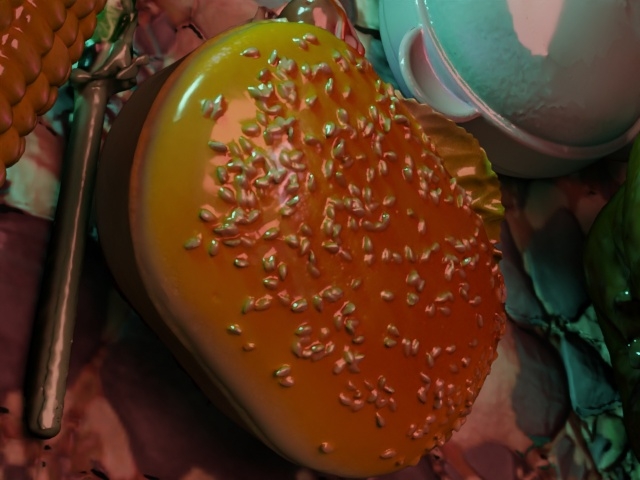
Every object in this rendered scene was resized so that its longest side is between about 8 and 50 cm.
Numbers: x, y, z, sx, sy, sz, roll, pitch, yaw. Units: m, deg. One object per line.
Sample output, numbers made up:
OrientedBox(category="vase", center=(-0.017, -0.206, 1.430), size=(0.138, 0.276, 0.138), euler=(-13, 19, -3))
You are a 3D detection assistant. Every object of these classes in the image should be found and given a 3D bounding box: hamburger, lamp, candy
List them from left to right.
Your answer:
OrientedBox(category="candy", center=(-0.098, -0.070, 0.561), size=(0.097, 0.097, 0.323), euler=(17, 69, -31))
OrientedBox(category="hamburger", center=(0.000, 0.000, 0.545), size=(0.210, 0.116, 0.173), euler=(57, 46, -27))
OrientedBox(category="lamp", center=(0.144, -0.124, 0.736), size=(0.246, 0.108, 0.179), euler=(12, 67, -33))

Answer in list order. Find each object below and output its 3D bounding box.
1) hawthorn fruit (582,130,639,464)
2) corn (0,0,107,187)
OrientedBox(category="hawthorn fruit", center=(0.302, 0.023, 0.671), size=(0.301, 0.268, 0.267), euler=(-8, 74, -15))
OrientedBox(category="corn", center=(-0.148, -0.093, 0.457), size=(0.130, 0.130, 0.347), euler=(33, 69, -21))
